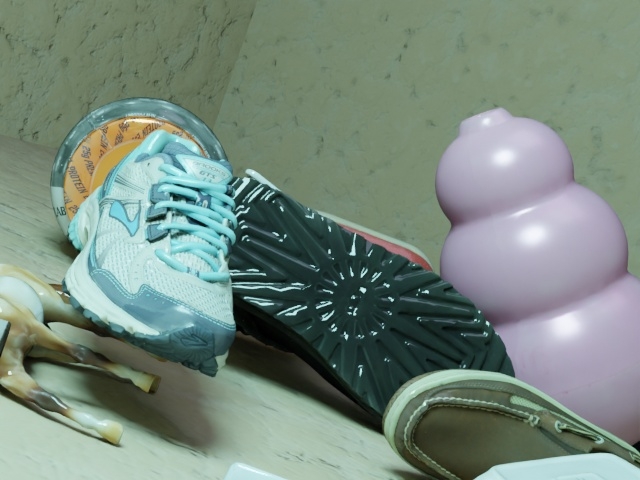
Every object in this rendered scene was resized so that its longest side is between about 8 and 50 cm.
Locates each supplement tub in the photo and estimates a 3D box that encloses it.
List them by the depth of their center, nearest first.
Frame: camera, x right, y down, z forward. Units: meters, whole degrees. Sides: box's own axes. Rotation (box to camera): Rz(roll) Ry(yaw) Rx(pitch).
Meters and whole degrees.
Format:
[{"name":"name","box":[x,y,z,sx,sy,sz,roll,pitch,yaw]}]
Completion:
[{"name":"supplement tub","box":[-0.212,-0.069,1.504,0.207,0.207,0.338,19,4,-7]}]

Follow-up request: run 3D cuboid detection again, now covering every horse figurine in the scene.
[{"name":"horse figurine","box":[-0.190,0.061,0.848,0.174,0.066,0.263,25,6,-1]}]

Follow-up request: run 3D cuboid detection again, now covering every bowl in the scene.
[{"name":"bowl","box":[0.162,0.174,0.773,0.142,0.053,0.142,-3,11,-16]}]

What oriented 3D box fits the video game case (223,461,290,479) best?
[{"name":"video game case","box":[0.057,0.153,0.556,0.206,0.026,0.227,20,-14,3]}]

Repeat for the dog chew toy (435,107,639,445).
[{"name":"dog chew toy","box":[0.206,0.037,1.179,0.207,0.331,0.206,-20,7,2]}]

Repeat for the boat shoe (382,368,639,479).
[{"name":"boat shoe","box":[0.170,0.166,0.951,0.257,0.095,0.095,18,10,-29]}]

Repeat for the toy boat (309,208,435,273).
[{"name":"toy boat","box":[0.012,0.067,1.435,0.231,0.151,0.151,20,33,4]}]

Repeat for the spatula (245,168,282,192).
[{"name":"spatula","box":[0.000,0.000,1.272,0.242,0.019,0.168,39,-13,-18]}]

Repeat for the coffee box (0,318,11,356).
[{"name":"coffee box","box":[-0.248,0.046,0.336,0.297,0.119,0.168,19,3,-11]}]

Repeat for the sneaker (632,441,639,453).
[{"name":"sneaker","box":[0.370,0.197,1.245,0.087,0.130,0.227,21,2,-1]}]

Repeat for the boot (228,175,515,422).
[{"name":"boot","box":[0.010,0.075,1.185,0.348,0.131,0.260,38,-15,2]}]

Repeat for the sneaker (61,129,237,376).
[{"name":"sneaker","box":[-0.111,-0.007,0.883,0.110,0.122,0.283,29,10,-26]}]
